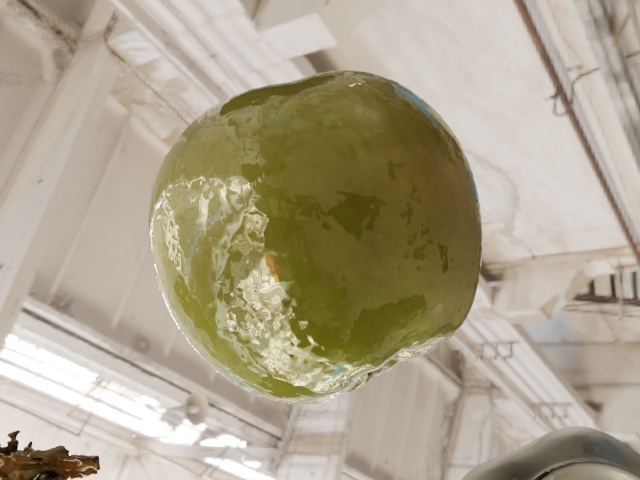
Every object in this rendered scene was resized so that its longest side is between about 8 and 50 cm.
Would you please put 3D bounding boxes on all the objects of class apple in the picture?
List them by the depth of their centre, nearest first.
[{"bbox_3d":[0.000,0.000,0.626,0.292,0.292,0.254,-8,-113,-57],"label":"apple"}]

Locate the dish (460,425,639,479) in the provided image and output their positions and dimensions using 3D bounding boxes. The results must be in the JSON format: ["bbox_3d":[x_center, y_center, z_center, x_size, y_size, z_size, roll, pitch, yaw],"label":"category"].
[{"bbox_3d":[0.163,0.186,0.425,0.066,0.190,0.191,77,-154,-49],"label":"dish"}]

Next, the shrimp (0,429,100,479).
[{"bbox_3d":[-0.323,0.166,0.591,0.063,0.287,0.152,93,172,-50],"label":"shrimp"}]
